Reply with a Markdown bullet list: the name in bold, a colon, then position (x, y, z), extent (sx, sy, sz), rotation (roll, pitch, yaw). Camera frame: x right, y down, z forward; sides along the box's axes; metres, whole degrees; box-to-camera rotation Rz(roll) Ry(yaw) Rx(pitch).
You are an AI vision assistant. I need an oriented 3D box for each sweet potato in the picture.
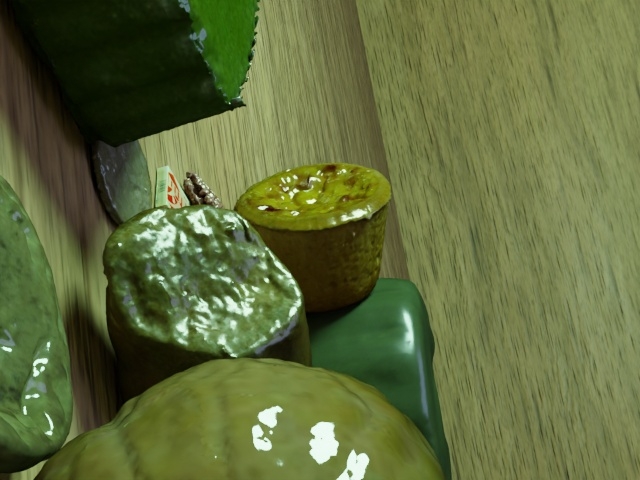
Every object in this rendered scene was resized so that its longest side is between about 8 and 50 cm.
- **sweet potato**: position (-0.080, 0.149, 0.878), extent (0.158, 0.157, 0.370), rotation (-82, 167, -62)

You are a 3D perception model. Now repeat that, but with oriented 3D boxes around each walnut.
- **walnut**: position (-0.045, 0.220, 0.604), extent (0.333, 0.332, 0.333), rotation (-13, 90, -79)

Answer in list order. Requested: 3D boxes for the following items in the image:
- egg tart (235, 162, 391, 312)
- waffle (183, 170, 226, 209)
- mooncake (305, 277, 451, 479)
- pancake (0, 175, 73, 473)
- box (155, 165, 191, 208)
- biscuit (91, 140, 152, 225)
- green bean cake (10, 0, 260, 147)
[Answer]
- **egg tart**: position (0.000, 0.000, 1.355), extent (0.202, 0.202, 0.147), rotation (-79, 162, -65)
- **waffle**: position (-0.121, -0.036, 1.133), extent (0.083, 0.029, 0.075), rotation (52, -10, 38)
- **mooncake**: position (0.072, 0.222, 1.440), extent (0.351, 0.187, 0.351), rotation (-6, 90, -82)
- **pancake**: position (-0.213, 0.022, 0.602), extent (0.242, 0.050, 0.242), rotation (-20, 90, -86)
- **box**: position (-0.145, -0.025, 1.082), extent (0.093, 0.015, 0.058), rotation (66, 12, -46)
- **biscuit**: position (-0.178, -0.062, 0.953), extent (0.120, 0.015, 0.120), rotation (-13, 90, -79)
- **green bean cake**: position (-0.159, -0.239, 0.881), extent (0.247, 0.156, 0.250), rotation (-86, 157, -49)
